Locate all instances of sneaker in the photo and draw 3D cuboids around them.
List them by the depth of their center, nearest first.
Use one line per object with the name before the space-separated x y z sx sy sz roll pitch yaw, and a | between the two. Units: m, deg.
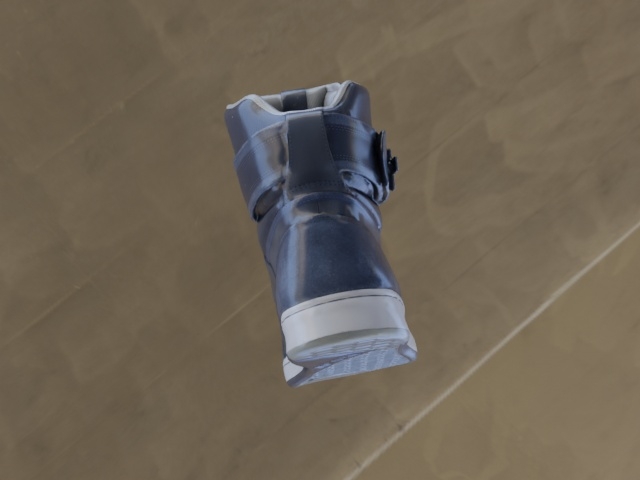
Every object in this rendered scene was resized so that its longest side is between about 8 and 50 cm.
sneaker | 0.002 -0.001 0.507 0.086 0.226 0.164 -12 -106 -4
